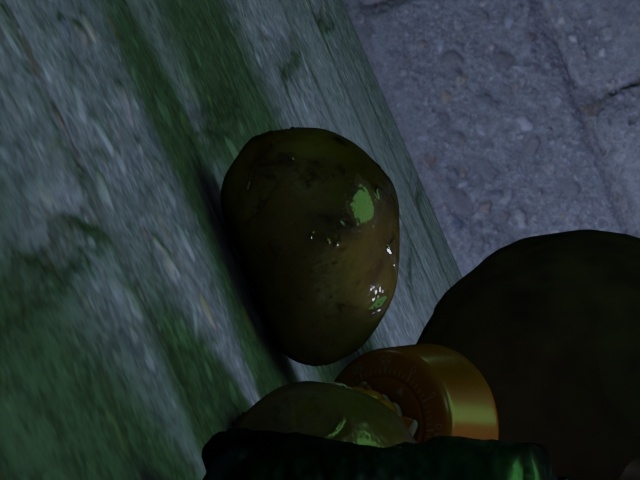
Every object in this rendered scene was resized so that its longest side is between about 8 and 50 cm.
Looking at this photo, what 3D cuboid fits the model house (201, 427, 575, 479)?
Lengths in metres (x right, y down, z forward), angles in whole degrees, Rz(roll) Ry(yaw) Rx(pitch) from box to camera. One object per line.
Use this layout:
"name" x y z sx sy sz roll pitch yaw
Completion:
"model house" 0.051 0.253 0.904 0.253 0.184 0.291 66 19 -63

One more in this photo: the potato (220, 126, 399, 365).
"potato" 0.000 0.000 1.344 0.137 0.137 0.176 -76 145 -77

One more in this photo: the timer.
"timer" 0.033 0.131 1.302 0.152 0.132 0.132 14 49 -52

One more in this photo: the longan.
"longan" 0.243 0.183 1.656 0.391 0.391 0.391 -23 90 -82

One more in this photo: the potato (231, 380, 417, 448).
"potato" 0.028 0.169 1.158 0.138 0.098 0.243 -108 172 -45
